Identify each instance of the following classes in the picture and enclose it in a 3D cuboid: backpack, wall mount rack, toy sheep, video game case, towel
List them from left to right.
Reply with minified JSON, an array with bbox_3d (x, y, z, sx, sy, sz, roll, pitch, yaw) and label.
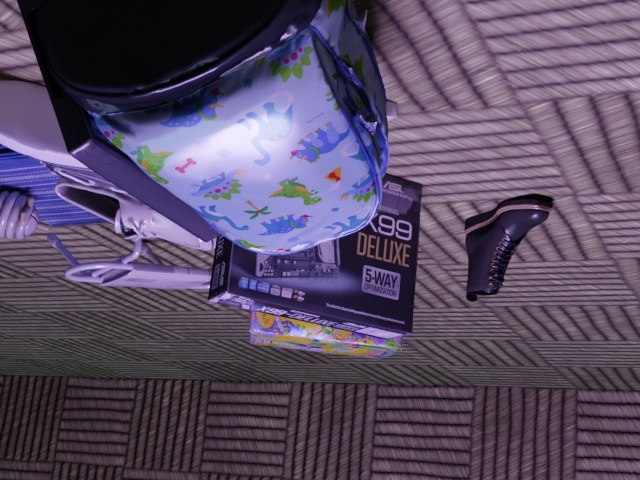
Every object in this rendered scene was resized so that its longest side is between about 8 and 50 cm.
[{"bbox_3d":[-0.517,-0.043,1.663,0.132,0.091,0.091,23,161,-3],"label":"toy sheep"},{"bbox_3d":[-0.460,-0.095,1.694,0.243,0.040,0.336,-3,163,23],"label":"towel"},{"bbox_3d":[-0.219,-0.145,1.107,0.035,0.248,0.275,-30,153,11],"label":"video game case"},{"bbox_3d":[-0.330,0.025,1.828,0.350,0.131,0.304,8,162,-43],"label":"wall mount rack"},{"bbox_3d":[-0.065,-0.141,1.030,0.290,0.273,0.355,-21,163,11],"label":"backpack"}]

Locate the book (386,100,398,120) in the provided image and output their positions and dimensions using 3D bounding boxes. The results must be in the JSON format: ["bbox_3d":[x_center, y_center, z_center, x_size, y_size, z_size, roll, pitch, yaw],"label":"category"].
[{"bbox_3d":[0.021,-0.159,1.315,0.096,0.035,0.144,6,165,-32],"label":"book"}]

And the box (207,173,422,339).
[{"bbox_3d":[0.000,0.000,1.480,0.307,0.243,0.076,15,161,-25],"label":"box"}]

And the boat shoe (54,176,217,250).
[{"bbox_3d":[-0.276,-0.044,1.496,0.267,0.088,0.096,30,146,8],"label":"boat shoe"}]

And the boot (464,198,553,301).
[{"bbox_3d":[0.303,0.018,1.609,0.076,0.137,0.198,12,161,-20],"label":"boot"}]

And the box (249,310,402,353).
[{"bbox_3d":[0.008,0.122,1.925,0.279,0.177,0.290,7,170,-3],"label":"box"}]

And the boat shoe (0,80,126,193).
[{"bbox_3d":[-0.343,-0.129,1.378,0.301,0.108,0.102,13,145,-31],"label":"boat shoe"}]
